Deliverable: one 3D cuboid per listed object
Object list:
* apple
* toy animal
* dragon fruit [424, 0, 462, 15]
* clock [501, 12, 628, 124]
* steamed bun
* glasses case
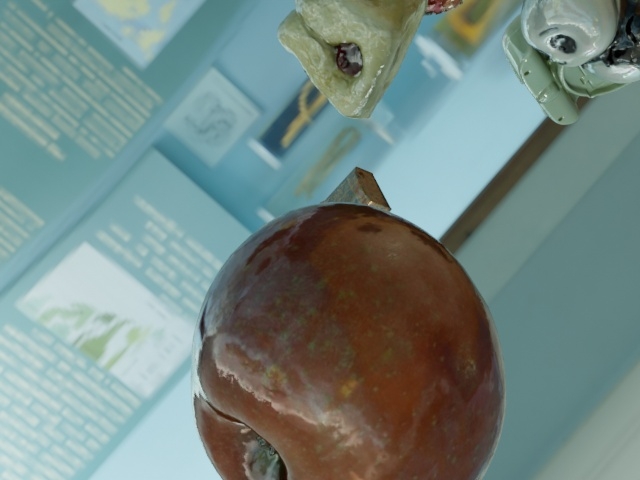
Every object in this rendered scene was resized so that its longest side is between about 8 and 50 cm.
[{"bbox_3d":[0.020,0.142,1.243,0.348,0.277,0.348,35,143,31],"label":"apple"},{"bbox_3d":[0.335,-0.272,1.547,0.179,0.138,0.166,8,178,-17],"label":"toy animal"},{"bbox_3d":[0.159,-0.527,2.197,0.291,0.250,0.269,40,158,43],"label":"dragon fruit"},{"bbox_3d":[0.508,-0.371,2.242,0.265,0.324,0.108,37,-155,-50],"label":"clock"},{"bbox_3d":[0.029,-0.256,1.518,0.155,0.172,0.141,28,-147,7],"label":"steamed bun"},{"bbox_3d":[0.000,0.000,1.691,0.049,0.218,0.075,20,-147,-42],"label":"glasses case"}]
